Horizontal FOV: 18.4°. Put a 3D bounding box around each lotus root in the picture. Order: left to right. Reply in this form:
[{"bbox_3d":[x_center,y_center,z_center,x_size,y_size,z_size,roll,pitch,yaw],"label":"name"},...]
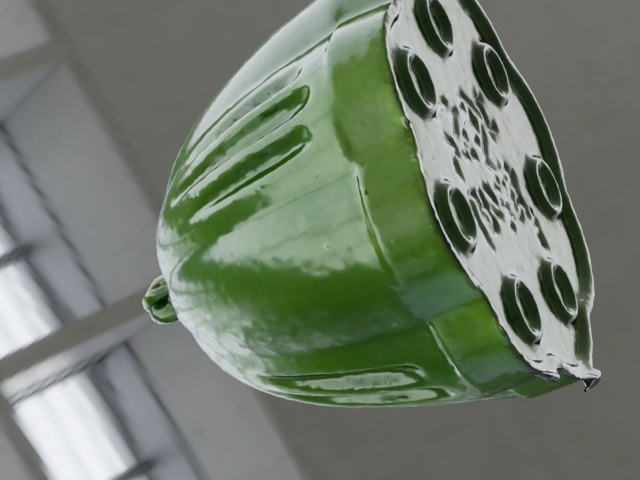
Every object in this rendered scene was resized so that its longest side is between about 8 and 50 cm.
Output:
[{"bbox_3d":[0.000,0.000,0.787,0.186,0.186,0.186,17,-122,-29],"label":"lotus root"}]
